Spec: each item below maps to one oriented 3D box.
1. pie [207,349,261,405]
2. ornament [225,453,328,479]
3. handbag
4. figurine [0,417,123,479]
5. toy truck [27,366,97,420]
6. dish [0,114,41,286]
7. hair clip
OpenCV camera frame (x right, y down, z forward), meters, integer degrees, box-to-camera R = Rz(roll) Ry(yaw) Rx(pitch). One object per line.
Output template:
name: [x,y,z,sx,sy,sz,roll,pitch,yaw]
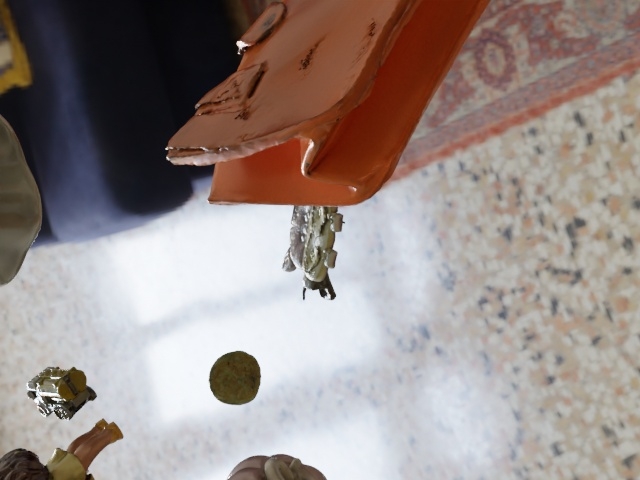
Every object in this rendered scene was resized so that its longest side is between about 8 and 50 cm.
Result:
pie: [-0.126,0.202,1.678,0.021,0.084,0.084,164,90,-78]
ornament: [-0.057,0.367,1.522,0.177,0.177,0.178,30,128,48]
handbag: [0.024,-0.229,1.284,0.303,0.410,0.116,1,144,48]
figurine: [-0.360,0.317,1.460,0.174,0.240,0.116,-14,98,60]
toy truck: [-0.345,0.197,1.507,0.123,0.052,0.063,-7,118,54]
dish: [-0.425,-0.047,1.288,0.229,0.081,0.230,9,108,29]
hair clip: [-0.008,0.001,1.647,0.146,0.056,0.187,-152,58,-61]
